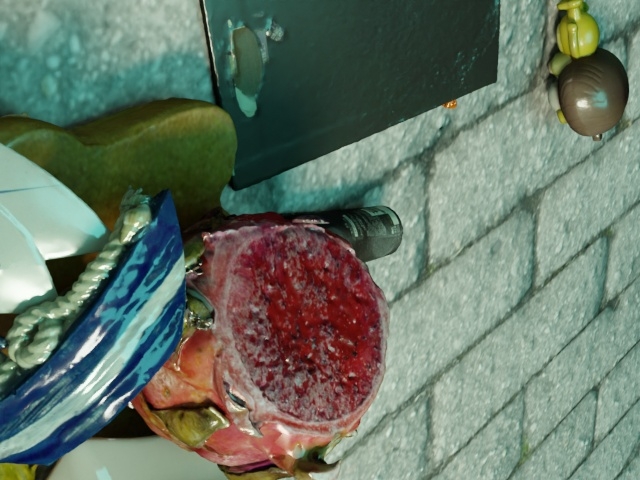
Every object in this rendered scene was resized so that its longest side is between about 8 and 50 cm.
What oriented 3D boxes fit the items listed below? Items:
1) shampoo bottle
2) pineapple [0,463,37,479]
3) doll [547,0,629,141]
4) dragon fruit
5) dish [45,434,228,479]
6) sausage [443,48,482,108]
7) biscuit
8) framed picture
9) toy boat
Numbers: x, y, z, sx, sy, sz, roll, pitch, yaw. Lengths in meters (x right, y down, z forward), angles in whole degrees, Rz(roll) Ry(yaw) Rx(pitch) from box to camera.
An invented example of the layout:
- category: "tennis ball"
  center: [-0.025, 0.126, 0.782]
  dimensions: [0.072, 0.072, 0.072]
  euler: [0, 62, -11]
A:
- category: "shampoo bottle"
  center: [-0.001, 0.000, 0.951]
  dimensions: [0.207, 0.057, 0.064]
  euler: [-12, 117, -49]
- category: "pineapple"
  center: [-0.267, 0.219, 0.622]
  dimensions: [0.236, 0.186, 0.114]
  euler: [-47, 138, -16]
- category: "doll"
  center: [0.335, -0.220, 1.245]
  dimensions: [0.145, 0.096, 0.188]
  euler: [-11, 91, -65]
- category: "dragon fruit"
  center: [-0.047, 0.077, 0.726]
  dimensions: [0.282, 0.147, 0.211]
  euler: [14, 79, -40]
- category: "dish"
  center: [-0.140, 0.210, 0.809]
  dimensions: [0.212, 0.077, 0.151]
  euler: [-5, 148, -51]
- category: "sausage"
  center: [0.145, -0.250, 0.998]
  dimensions: [0.071, 0.071, 0.234]
  euler: [-17, 121, -46]
- category: "biscuit"
  center: [-0.163, 0.015, 0.756]
  dimensions: [0.343, 0.057, 0.288]
  euler: [28, 85, -53]
- category: "framed picture"
  center: [0.041, -0.205, 0.878]
  dimensions: [0.323, 0.013, 0.244]
  euler: [-24, 126, -26]
- category: "toy boat"
  center: [-0.227, 0.029, 0.588]
  dimensions: [0.291, 0.070, 0.210]
  euler: [20, 98, -17]
